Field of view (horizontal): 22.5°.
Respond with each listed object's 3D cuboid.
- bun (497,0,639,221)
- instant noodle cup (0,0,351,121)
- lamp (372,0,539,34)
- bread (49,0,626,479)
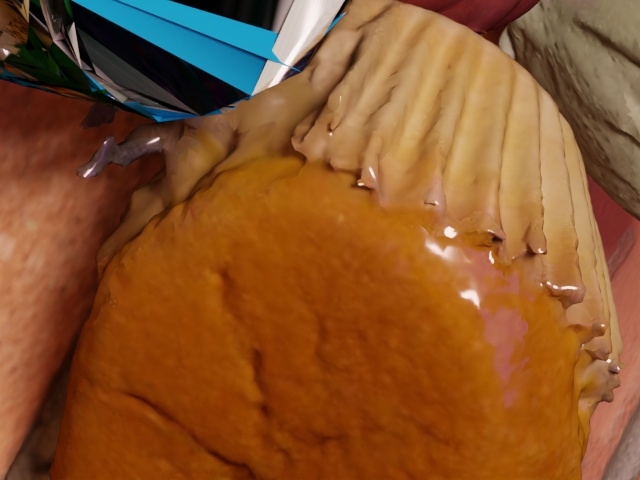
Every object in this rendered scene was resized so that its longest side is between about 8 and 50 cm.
[{"bbox_3d":[0.194,-0.137,0.910,0.187,0.293,0.293,0,114,-8],"label":"bun"},{"bbox_3d":[-0.090,-0.153,0.595,0.240,0.178,0.240,-26,127,-40],"label":"instant noodle cup"},{"bbox_3d":[0.048,-0.179,0.726,0.182,0.140,0.182,-35,134,-47],"label":"lamp"},{"bbox_3d":[0.000,0.087,0.733,0.183,0.236,0.388,-69,172,-52],"label":"bread"}]
